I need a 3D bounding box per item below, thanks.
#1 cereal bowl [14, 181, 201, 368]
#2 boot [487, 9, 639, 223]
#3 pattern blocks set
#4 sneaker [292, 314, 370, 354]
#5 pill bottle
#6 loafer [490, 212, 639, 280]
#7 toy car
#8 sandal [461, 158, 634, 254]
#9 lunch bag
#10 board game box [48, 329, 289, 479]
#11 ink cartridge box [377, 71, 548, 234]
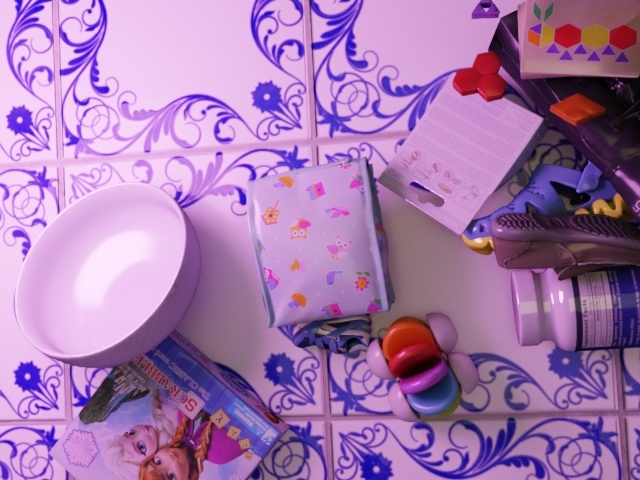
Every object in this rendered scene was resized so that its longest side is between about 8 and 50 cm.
[{"bbox_3d":[-0.352,0.073,1.359,0.339,0.141,0.339,-11,57,18],"label":"cereal bowl"},{"bbox_3d":[0.530,-0.228,1.233,0.367,0.146,0.445,-19,61,-27],"label":"boot"},{"bbox_3d":[0.384,-0.304,1.159,0.325,0.026,0.285,14,74,16],"label":"pattern blocks set"},{"bbox_3d":[0.020,0.171,1.353,0.144,0.053,0.059,-15,64,11],"label":"sneaker"},{"bbox_3d":[0.445,0.098,1.234,0.264,0.153,0.153,-5,87,10],"label":"pill bottle"},{"bbox_3d":[0.380,0.012,1.178,0.251,0.094,0.087,5,115,3],"label":"loafer"},{"bbox_3d":[0.169,0.214,1.288,0.159,0.136,0.182,-28,83,8],"label":"toy car"},{"bbox_3d":[0.381,-0.065,1.276,0.317,0.126,0.138,-18,81,1],"label":"sandal"},{"bbox_3d":[0.000,0.000,1.319,0.223,0.160,0.262,-10,92,11],"label":"lunch bag"},{"bbox_3d":[-0.276,0.362,1.400,0.318,0.066,0.318,38,95,10],"label":"board game box"},{"bbox_3d":[0.237,-0.145,1.300,0.189,0.066,0.232,36,96,29],"label":"ink cartridge box"}]
